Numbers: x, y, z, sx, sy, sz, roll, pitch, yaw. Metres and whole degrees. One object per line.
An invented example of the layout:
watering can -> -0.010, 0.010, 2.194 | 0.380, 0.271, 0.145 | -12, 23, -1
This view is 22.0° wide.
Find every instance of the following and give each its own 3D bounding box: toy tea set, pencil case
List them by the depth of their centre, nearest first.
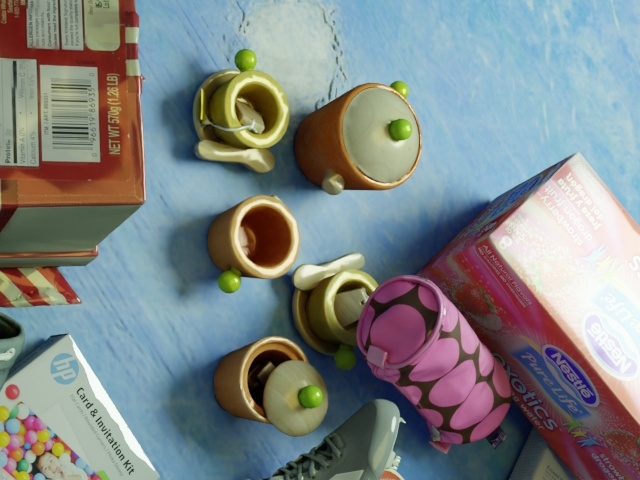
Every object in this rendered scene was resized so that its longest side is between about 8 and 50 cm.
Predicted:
toy tea set -> 0.000, 0.000, 1.424 | 0.200, 0.124, 0.336 | 3, 81, -35
pencil case -> 0.100, 0.113, 1.454 | 0.098, 0.095, 0.209 | -47, 143, -4

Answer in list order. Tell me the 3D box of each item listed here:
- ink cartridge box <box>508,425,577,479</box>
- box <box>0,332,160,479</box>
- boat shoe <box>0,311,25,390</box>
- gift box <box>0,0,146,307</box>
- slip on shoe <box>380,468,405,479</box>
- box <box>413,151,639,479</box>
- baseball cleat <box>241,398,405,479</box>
ink cartridge box -> 0.298, 0.239, 1.651 | 0.223, 0.045, 0.224 | 44, 61, -22
box -> -0.233, 0.184, 1.284 | 0.186, 0.038, 0.145 | -39, 107, -34
boat shoe -> -0.319, 0.043, 1.110 | 0.099, 0.116, 0.319 | -49, 143, 1
gift box -> -0.244, -0.093, 1.177 | 0.276, 0.258, 0.255 | 5, 78, -20
slip on shoe -> 0.098, 0.346, 1.459 | 0.123, 0.101, 0.331 | -25, 97, -34
box -> 0.254, 0.089, 1.536 | 0.142, 0.154, 0.300 | -41, 95, -29
baseball cleat -> -0.019, 0.208, 1.376 | 0.109, 0.072, 0.206 | 32, 92, -24
